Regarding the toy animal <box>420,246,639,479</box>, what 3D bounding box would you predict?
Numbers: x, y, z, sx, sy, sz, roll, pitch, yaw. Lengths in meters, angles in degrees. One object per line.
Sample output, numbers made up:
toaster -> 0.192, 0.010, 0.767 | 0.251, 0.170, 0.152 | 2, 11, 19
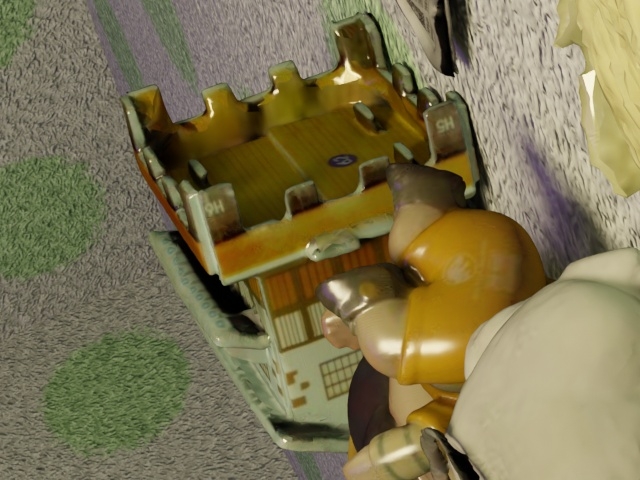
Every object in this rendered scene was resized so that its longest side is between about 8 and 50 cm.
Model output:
toy animal -> 0.170, 0.156, 0.822 | 0.325, 0.154, 0.208 | 59, 176, 11

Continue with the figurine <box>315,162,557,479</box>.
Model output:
figurine -> 0.087, 0.085, 1.050 | 0.257, 0.167, 0.192 | 76, -161, -60

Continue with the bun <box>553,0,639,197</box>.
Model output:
bun -> 0.152, -0.022, 0.443 | 0.259, 0.152, 0.259 | -24, -90, -86

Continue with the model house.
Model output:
model house -> 0.000, 0.000, 1.249 | 0.224, 0.198, 0.215 | -132, 23, -58

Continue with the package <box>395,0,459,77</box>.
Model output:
package -> 0.035, -0.199, 1.074 | 0.171, 0.027, 0.173 | 77, 169, -60
